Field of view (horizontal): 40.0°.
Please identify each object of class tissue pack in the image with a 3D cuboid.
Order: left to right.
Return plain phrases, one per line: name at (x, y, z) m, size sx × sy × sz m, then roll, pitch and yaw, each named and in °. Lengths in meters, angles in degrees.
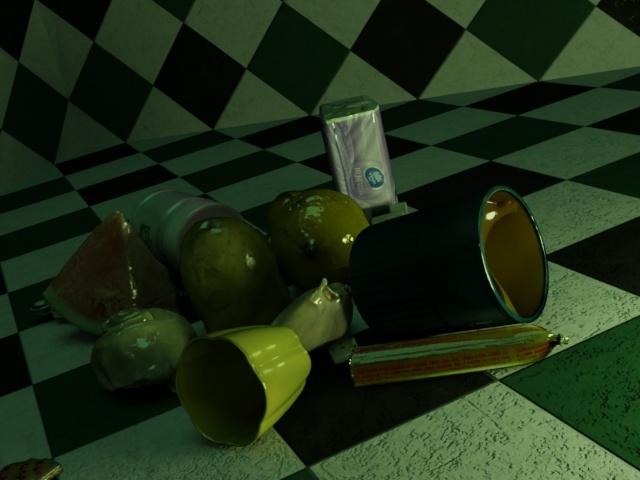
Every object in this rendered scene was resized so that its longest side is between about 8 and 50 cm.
tissue pack at (0.102, -0.196, 2.279) m, size 0.160 × 0.338 × 0.242 m, roll -13°, pitch 20°, yaw 0°

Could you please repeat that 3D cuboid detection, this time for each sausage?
sausage at (0.236, 0.193, 1.504) m, size 0.372 × 0.082 × 0.082 m, roll -9°, pitch 20°, yaw 11°

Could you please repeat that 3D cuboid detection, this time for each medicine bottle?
medicine bottle at (-0.345, -0.015, 2.273) m, size 0.212 × 0.212 × 0.325 m, roll -25°, pitch 21°, yaw -28°

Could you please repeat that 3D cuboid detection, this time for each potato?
potato at (-0.191, 0.069, 1.865) m, size 0.229 × 0.266 × 0.229 m, roll -12°, pitch 23°, yaw 5°

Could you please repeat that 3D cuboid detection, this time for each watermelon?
watermelon at (-0.481, 0.101, 2.003) m, size 0.250 × 0.292 × 0.283 m, roll -45°, pitch 42°, yaw -17°

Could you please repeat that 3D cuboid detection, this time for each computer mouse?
computer mouse at (0.047, 0.213, 1.628) m, size 0.056 × 0.032 × 0.110 m, roll -24°, pitch 11°, yaw -1°

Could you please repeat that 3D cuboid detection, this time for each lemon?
lemon at (-0.003, 0.003, 1.968) m, size 0.228 × 0.228 × 0.253 m, roll -21°, pitch -9°, yaw -20°

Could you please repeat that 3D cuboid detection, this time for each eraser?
eraser at (0.168, 0.021, 1.985) m, size 0.096 × 0.098 × 0.404 m, roll -12°, pitch 19°, yaw 6°

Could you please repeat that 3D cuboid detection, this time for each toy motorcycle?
toy motorcycle at (-0.613, 0.149, 2.211) m, size 0.229 × 0.074 × 0.151 m, roll -7°, pitch 16°, yaw 26°

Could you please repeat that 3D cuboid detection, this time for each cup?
cup at (0.241, 0.040, 1.617) m, size 0.292 × 0.242 × 0.308 m, roll -16°, pitch 13°, yaw 37°

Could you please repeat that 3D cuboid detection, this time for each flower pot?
flower pot at (-0.118, 0.231, 1.500) m, size 0.195 × 0.195 × 0.179 m, roll 0°, pitch 10°, yaw 34°

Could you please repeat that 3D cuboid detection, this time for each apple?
apple at (-0.055, -0.058, 2.287) m, size 0.163 × 0.147 × 0.146 m, roll -8°, pitch 21°, yaw 10°

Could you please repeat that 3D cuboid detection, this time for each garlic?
garlic at (-0.017, 0.160, 1.680) m, size 0.217 × 0.110 × 0.228 m, roll -34°, pitch -9°, yaw -19°

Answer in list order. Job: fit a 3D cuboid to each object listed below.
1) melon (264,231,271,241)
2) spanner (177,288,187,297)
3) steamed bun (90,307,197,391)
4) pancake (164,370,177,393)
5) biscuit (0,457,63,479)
melon at (-0.093, 0.020, 2.173) m, size 0.162 × 0.099 × 0.099 m, roll -22°, pitch 21°, yaw -28°
spanner at (-0.418, 0.124, 2.228) m, size 0.054 × 0.015 × 0.255 m, roll -28°, pitch 24°, yaw -36°
steamed bun at (-0.368, 0.202, 1.752) m, size 0.211 × 0.144 × 0.218 m, roll -16°, pitch 17°, yaw 31°
pancake at (-0.231, 0.257, 1.715) m, size 0.158 × 0.028 × 0.158 m, roll -15°, pitch 20°, yaw 6°
biscuit at (-0.507, 0.403, 1.507) m, size 0.130 × 0.019 × 0.119 m, roll -15°, pitch 19°, yaw -5°
